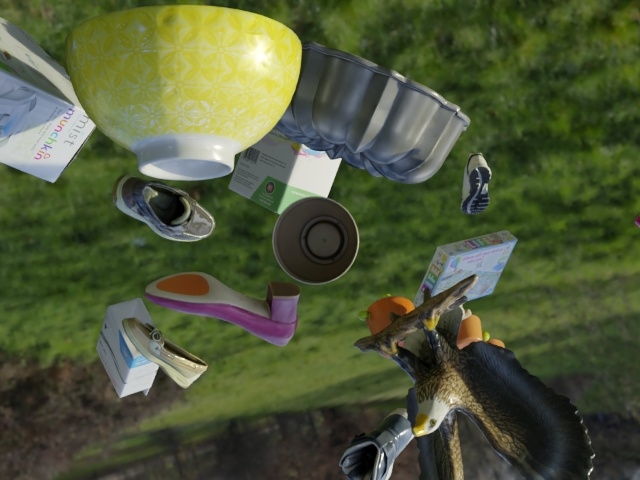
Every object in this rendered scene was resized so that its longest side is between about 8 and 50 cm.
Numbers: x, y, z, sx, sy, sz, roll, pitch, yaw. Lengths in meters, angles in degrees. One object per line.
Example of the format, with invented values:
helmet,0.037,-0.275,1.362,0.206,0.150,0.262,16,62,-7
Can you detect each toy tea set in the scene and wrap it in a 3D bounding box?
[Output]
toy tea set,0.225,0.174,2.142,0.200,0.124,0.336,-27,139,19

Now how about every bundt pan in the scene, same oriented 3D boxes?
bundt pan,0.052,-0.184,1.698,0.330,0.124,0.331,23,178,1

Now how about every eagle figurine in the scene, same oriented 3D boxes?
eagle figurine,0.178,0.221,1.446,0.225,0.298,0.226,-36,-176,-24

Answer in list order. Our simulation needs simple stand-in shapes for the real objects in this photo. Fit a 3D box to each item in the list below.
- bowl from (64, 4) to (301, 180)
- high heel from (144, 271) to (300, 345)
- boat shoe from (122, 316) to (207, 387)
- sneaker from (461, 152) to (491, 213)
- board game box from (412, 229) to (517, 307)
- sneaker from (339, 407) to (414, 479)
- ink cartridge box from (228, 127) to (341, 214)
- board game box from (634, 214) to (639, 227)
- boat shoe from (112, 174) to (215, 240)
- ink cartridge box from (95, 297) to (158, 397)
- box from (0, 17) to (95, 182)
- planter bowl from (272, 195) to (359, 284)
bowl,-0.162,-0.160,1.352,0.289,0.156,0.289,-2,170,0
high heel,-0.154,0.115,1.734,0.244,0.082,0.117,0,126,-18
boat shoe,-0.229,0.156,1.637,0.048,0.056,0.153,-39,119,5
sneaker,0.224,-0.082,1.615,0.040,0.044,0.109,-1,138,-7
board game box,0.210,0.044,1.611,0.154,0.026,0.103,-12,134,-42
sneaker,0.079,0.421,2.059,0.163,0.086,0.226,-34,156,-51
ink cartridge box,-0.053,-0.198,2.302,0.117,0.278,0.201,17,-173,-38
board game box,0.619,0.107,1.579,0.050,0.390,0.390,-42,-179,7
boat shoe,-0.247,-0.047,1.858,0.073,0.080,0.223,11,168,40
ink cartridge box,-0.320,0.188,1.854,0.060,0.104,0.180,-17,154,-30
box,-0.470,-0.230,1.539,0.127,0.262,0.231,-51,145,10
planter bowl,0.000,0.000,2.097,0.162,0.162,0.109,-21,176,10
